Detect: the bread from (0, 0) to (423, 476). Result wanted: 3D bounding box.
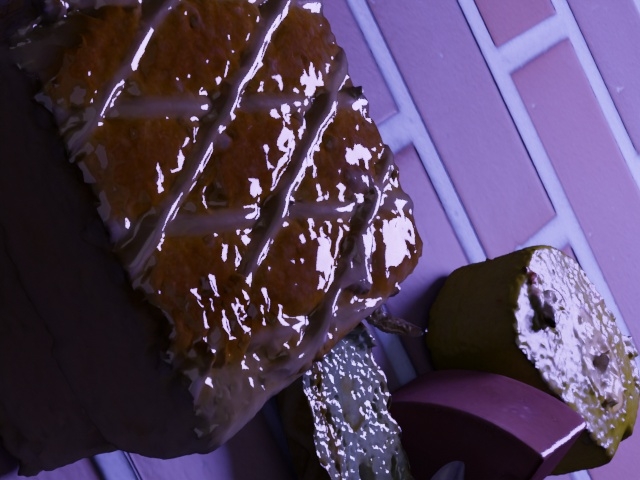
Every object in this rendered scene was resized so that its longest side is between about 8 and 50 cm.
[{"bbox_3d":[-0.146,-0.049,1.523,0.390,0.279,0.371,-42,109,-52],"label":"bread"}]

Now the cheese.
[{"bbox_3d":[0.176,0.226,1.878,0.128,0.177,0.202,-21,90,-53],"label":"cheese"}]

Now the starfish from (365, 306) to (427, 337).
[{"bbox_3d":[0.000,0.000,1.811,0.277,0.062,0.236,39,21,6],"label":"starfish"}]

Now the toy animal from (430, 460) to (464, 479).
[{"bbox_3d":[0.113,0.335,1.810,0.131,0.104,0.220,-25,90,-42],"label":"toy animal"}]

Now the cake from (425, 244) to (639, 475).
[{"bbox_3d":[0.248,0.130,2.043,0.260,0.156,0.179,51,47,-25],"label":"cake"}]

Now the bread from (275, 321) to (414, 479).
[{"bbox_3d":[0.018,0.188,1.782,0.128,0.088,0.232,-15,90,-43],"label":"bread"}]
